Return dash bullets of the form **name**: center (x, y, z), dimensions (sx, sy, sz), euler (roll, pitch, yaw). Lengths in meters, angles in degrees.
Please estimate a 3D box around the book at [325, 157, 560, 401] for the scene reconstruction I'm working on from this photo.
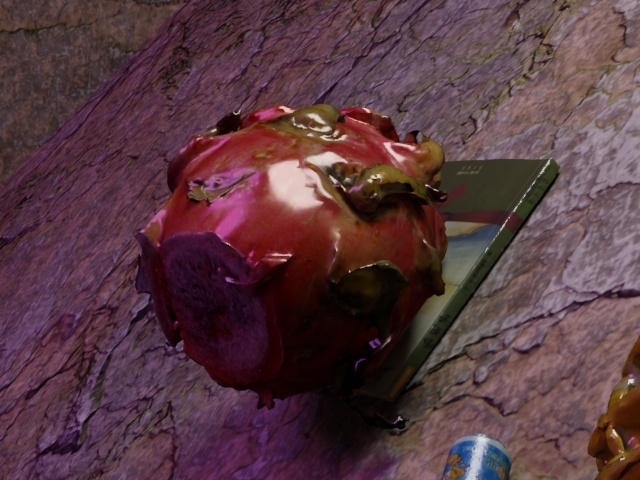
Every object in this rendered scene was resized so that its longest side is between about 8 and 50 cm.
- **book**: center (0.090, 0.031, 1.681), dimensions (0.289, 0.026, 0.201), euler (-52, 27, -20)

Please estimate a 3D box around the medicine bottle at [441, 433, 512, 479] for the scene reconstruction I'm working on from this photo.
- **medicine bottle**: center (0.099, 0.227, 1.294), dimensions (0.051, 0.051, 0.191), euler (-27, 29, 36)

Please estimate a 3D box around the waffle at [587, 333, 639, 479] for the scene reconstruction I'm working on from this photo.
- **waffle**: center (0.323, 0.068, 1.100), dimensions (0.382, 0.095, 0.379), euler (-57, 22, -12)

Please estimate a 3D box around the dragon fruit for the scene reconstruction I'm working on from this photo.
- **dragon fruit**: center (0.000, 0.000, 1.564), dimensions (0.269, 0.250, 0.291), euler (12, 31, 39)
